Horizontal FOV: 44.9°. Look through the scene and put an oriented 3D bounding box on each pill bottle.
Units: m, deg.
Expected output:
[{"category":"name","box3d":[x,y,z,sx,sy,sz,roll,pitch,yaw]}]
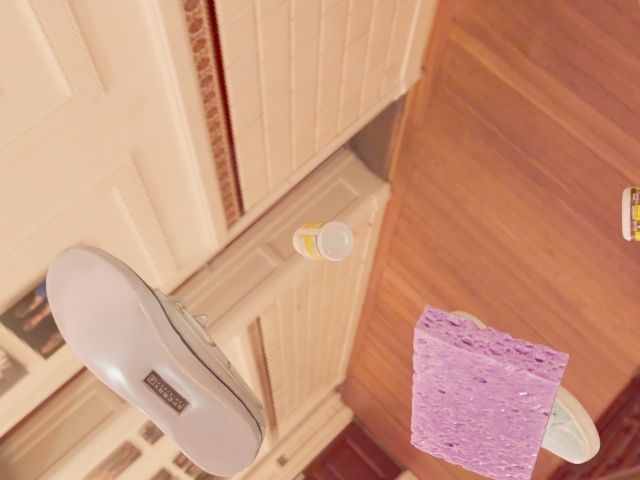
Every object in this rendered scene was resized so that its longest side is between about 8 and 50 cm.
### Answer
[{"category":"pill bottle","box3d":[0.751,-0.057,1.627,0.215,0.117,0.117,0,139,24]},{"category":"pill bottle","box3d":[0.000,0.000,1.261,0.065,0.065,0.116,54,158,-18]}]

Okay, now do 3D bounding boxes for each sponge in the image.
[{"category":"sponge","box3d":[0.138,0.144,0.670,0.117,0.031,0.210,18,145,19]}]

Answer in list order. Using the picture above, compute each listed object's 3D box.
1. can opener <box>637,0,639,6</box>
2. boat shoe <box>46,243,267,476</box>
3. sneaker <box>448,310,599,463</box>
[{"category":"can opener","box3d":[0.506,-0.465,1.126,0.076,0.095,0.283,41,154,56]},{"category":"boat shoe","box3d":[-0.203,0.142,1.049,0.367,0.136,0.156,44,-165,0]},{"category":"sneaker","box3d":[0.326,0.292,1.419,0.366,0.150,0.135,39,140,27]}]
